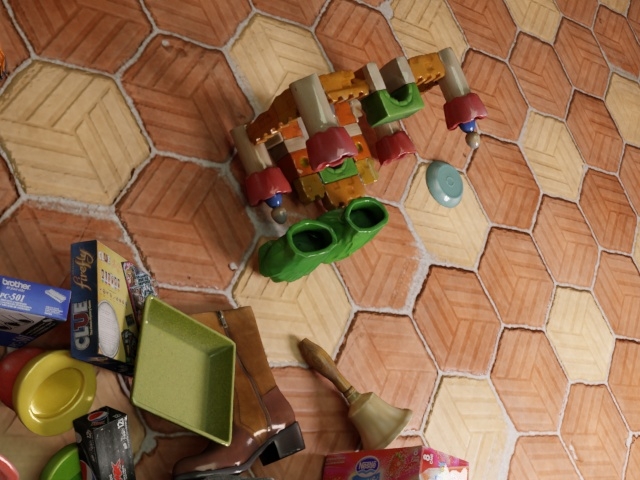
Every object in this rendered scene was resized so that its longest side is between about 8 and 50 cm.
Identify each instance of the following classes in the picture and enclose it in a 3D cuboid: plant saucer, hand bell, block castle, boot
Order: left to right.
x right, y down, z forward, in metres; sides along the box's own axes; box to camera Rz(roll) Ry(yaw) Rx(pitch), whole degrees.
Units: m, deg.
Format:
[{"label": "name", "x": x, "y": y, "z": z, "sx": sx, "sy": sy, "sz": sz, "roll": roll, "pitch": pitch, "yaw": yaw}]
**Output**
[{"label": "plant saucer", "x": -0.213, "y": 0.203, "z": 1.193, "sx": 0.188, "sy": 0.045, "sz": 0.188, "roll": 36, "pitch": 36, "yaw": -36}, {"label": "boot", "x": -0.167, "y": 0.244, "z": 1.293, "sx": 0.264, "sy": 0.096, "sz": 0.280, "roll": -11, "pitch": 71, "yaw": -39}, {"label": "hand bell", "x": 0.047, "y": 0.277, "z": 1.485, "sx": 0.242, "sy": 0.126, "sz": 0.126, "roll": 47, "pitch": 51, "yaw": 0}, {"label": "block castle", "x": 0.078, "y": -0.197, "z": 1.533, "sx": 0.453, "sy": 0.303, "sz": 0.212, "roll": -21, "pitch": 88, "yaw": -39}, {"label": "plant saucer", "x": 0.300, "y": -0.136, "z": 1.865, "sx": 0.119, "sy": 0.021, "sz": 0.119, "roll": 14, "pitch": 65, "yaw": -34}]

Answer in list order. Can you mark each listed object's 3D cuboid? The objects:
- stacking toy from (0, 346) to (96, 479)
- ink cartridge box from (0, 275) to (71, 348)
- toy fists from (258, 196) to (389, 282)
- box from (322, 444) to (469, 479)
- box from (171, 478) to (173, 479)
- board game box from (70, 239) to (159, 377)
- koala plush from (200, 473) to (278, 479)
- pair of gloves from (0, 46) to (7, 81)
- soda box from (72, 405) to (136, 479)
[{"label": "stacking toy", "x": -0.443, "y": 0.318, "z": 1.108, "sx": 0.309, "sy": 0.130, "sz": 0.279, "roll": -41, "pitch": 126, "yaw": -37}, {"label": "ink cartridge box", "x": -0.429, "y": 0.103, "z": 1.094, "sx": 0.097, "sy": 0.207, "sz": 0.046, "roll": 17, "pitch": 64, "yaw": -32}, {"label": "toy fists", "x": 0.000, "y": 0.000, "z": 1.510, "sx": 0.279, "sy": 0.142, "sz": 0.096, "roll": -24, "pitch": 73, "yaw": -41}, {"label": "box", "x": 0.121, "y": 0.438, "z": 1.366, "sx": 0.123, "sy": 0.257, "sz": 0.128, "roll": 27, "pitch": 59, "yaw": -30}, {"label": "box", "x": -0.252, "y": 0.491, "z": 1.194, "sx": 0.220, "sy": 0.051, "sz": 0.175, "roll": -30, "pitch": 93, "yaw": -40}, {"label": "board game box", "x": -0.303, "y": 0.112, "z": 1.191, "sx": 0.243, "sy": 0.042, "sz": 0.165, "roll": 61, "pitch": 22, "yaw": -70}, {"label": "koala plush", "x": -0.086, "y": 0.474, "z": 1.170, "sx": 0.204, "sy": 0.221, "sz": 0.196, "roll": 0, "pitch": 47, "yaw": -7}, {"label": "pair of gloves", "x": -0.550, "y": -0.292, "z": 1.272, "sx": 0.083, "sy": 0.010, "sz": 0.074, "roll": -5, "pitch": 79, "yaw": -36}, {"label": "soda box", "x": -0.304, "y": 0.327, "z": 1.128, "sx": 0.060, "sy": 0.053, "sz": 0.168, "roll": -20, "pitch": 112, "yaw": -45}]
